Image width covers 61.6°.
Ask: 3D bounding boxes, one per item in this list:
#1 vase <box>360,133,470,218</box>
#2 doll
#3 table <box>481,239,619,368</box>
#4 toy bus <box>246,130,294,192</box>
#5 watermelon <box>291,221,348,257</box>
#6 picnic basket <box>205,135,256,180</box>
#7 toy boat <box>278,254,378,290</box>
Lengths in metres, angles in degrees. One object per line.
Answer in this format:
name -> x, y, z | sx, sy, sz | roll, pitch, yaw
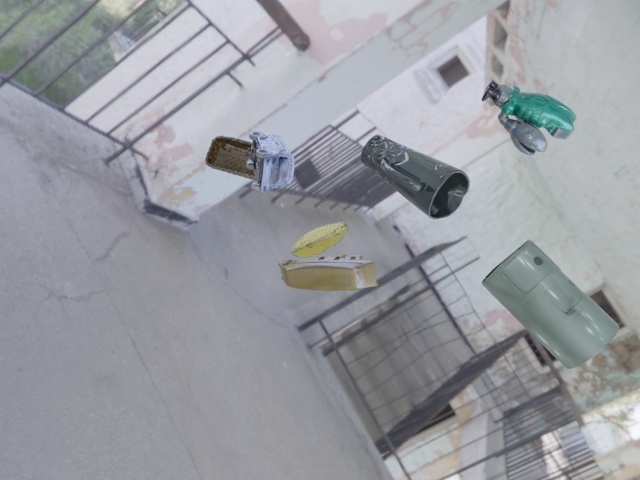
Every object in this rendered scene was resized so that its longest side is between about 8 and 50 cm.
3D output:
vase -> 0.252, -0.195, 1.539 | 0.301, 0.156, 0.251 | 37, 23, 27
doll -> 0.593, -0.365, 1.538 | 0.258, 0.195, 0.153 | 50, -27, 18
table -> 0.428, 0.118, 1.015 | 0.220, 0.126, 0.126 | 48, 13, 11
toy bus -> -0.093, -0.148, 0.996 | 0.076, 0.073, 0.167 | 3, 27, -16
watermelon -> 0.004, 0.007, 1.615 | 0.075, 0.181, 0.092 | 62, 3, -20
picnic basket -> -0.234, -0.237, 1.575 | 0.193, 0.110, 0.055 | 17, -13, 7
toy boat -> 0.011, 0.059, 1.002 | 0.077, 0.200, 0.057 | -37, 122, -61
